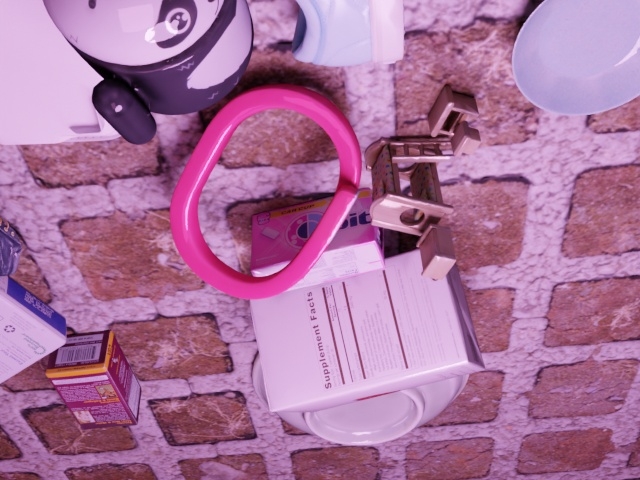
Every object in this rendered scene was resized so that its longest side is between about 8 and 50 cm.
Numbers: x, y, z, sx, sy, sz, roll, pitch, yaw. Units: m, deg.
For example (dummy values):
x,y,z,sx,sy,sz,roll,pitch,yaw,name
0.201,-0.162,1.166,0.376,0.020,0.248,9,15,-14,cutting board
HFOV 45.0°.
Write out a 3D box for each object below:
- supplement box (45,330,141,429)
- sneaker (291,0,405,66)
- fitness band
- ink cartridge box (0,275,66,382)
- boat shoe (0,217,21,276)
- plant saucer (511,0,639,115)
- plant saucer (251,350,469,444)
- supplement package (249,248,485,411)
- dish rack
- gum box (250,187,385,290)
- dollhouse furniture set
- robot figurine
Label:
x,y,z,sx,sy,sz,roll,pitch,yaw,name
-0.392,0.248,1.353,0.104,0.080,0.188,-6,137,3,supplement box
-0.005,-0.311,0.735,0.150,0.135,0.365,-10,136,3,sneaker
-0.071,-0.059,0.984,0.209,0.054,0.290,34,113,1,fitness band
-0.628,0.137,1.185,0.330,0.071,0.324,-30,132,9,ink cartridge box
-0.469,-0.024,1.079,0.065,0.083,0.183,28,120,30,boat shoe
0.318,-0.234,0.903,0.195,0.037,0.194,-1,136,-1,plant saucer
0.076,0.275,1.392,0.401,0.100,0.400,-2,137,-2,plant saucer
0.072,0.141,1.153,0.293,0.175,0.177,-17,163,16,supplement package
-0.357,-0.230,0.854,0.286,0.072,0.332,-2,138,-1,dish rack
0.000,0.000,1.087,0.189,0.107,0.062,-13,136,11,gum box
0.127,-0.078,0.955,0.101,0.181,0.161,12,135,-15,dollhouse furniture set
-0.154,-0.221,0.745,0.174,0.209,0.278,-24,172,0,robot figurine
